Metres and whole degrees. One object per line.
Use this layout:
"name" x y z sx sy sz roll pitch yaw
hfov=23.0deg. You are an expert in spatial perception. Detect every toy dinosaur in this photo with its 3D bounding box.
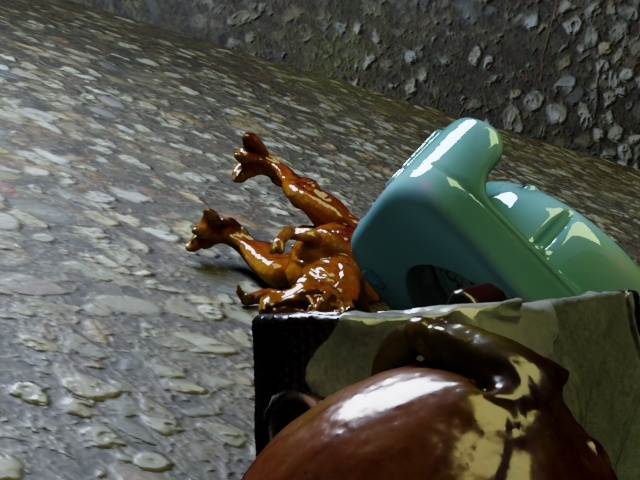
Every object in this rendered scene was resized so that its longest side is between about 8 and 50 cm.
"toy dinosaur" 0.000 0.000 1.360 0.208 0.097 0.432 33 18 10

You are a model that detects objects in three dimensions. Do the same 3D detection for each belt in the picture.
"belt" 0.080 0.107 0.896 0.184 0.164 0.289 -5 -4 39

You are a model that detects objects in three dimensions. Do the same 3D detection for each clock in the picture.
"clock" 0.152 0.048 1.139 0.274 0.094 0.223 43 -17 1

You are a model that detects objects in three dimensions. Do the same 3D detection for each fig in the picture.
"fig" 0.051 0.131 0.677 0.205 0.205 0.205 18 13 -4
